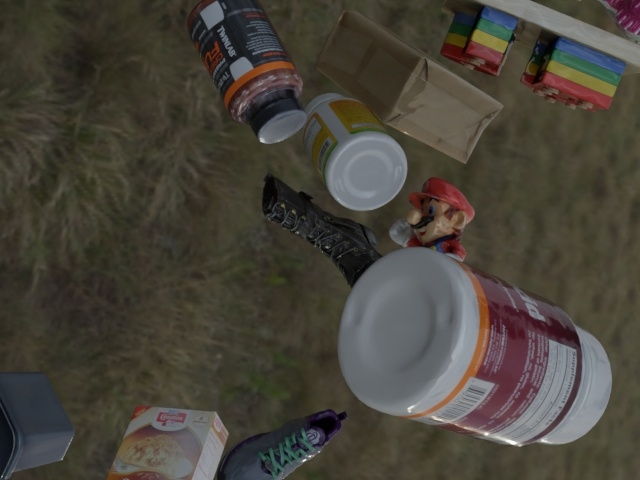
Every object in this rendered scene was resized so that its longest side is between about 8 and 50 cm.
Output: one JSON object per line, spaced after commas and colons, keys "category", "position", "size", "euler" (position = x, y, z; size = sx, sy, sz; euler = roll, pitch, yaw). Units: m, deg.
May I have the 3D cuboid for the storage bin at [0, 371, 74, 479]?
{"category": "storage bin", "position": [-0.365, 0.222, 1.326], "size": [0.091, 0.135, 0.098], "euler": [1, 129, -42]}

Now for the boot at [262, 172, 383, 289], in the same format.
{"category": "boot", "position": [0.000, 0.000, 1.841], "size": [0.091, 0.229, 0.263], "euler": [-52, -153, 16]}

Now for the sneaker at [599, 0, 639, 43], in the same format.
{"category": "sneaker", "position": [0.617, -0.427, 2.080], "size": [0.111, 0.103, 0.252], "euler": [45, 18, -27]}

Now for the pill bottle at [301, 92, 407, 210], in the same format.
{"category": "pill bottle", "position": [0.046, -0.160, 1.841], "size": [0.245, 0.136, 0.136], "euler": [-119, -153, -59]}

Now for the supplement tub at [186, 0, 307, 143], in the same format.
{"category": "supplement tub", "position": [-0.090, -0.223, 1.412], "size": [0.198, 0.106, 0.106], "euler": [62, 8, 21]}

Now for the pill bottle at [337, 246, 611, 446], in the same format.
{"category": "pill bottle", "position": [0.230, 0.164, 1.534], "size": [0.392, 0.224, 0.224], "euler": [22, 80, -43]}

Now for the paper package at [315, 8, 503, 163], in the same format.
{"category": "paper package", "position": [0.202, -0.357, 2.519], "size": [0.309, 0.325, 0.168], "euler": [21, 106, -40]}

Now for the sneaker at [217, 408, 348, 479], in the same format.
{"category": "sneaker", "position": [-0.053, 0.295, 1.556], "size": [0.098, 0.083, 0.224], "euler": [-37, 175, 38]}

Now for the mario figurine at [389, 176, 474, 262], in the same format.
{"category": "mario figurine", "position": [0.213, 0.023, 2.255], "size": [0.170, 0.198, 0.320], "euler": [31, 62, -62]}

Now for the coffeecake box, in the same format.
{"category": "coffeecake box", "position": [-0.240, 0.351, 1.672], "size": [0.068, 0.142, 0.185], "euler": [69, 30, -44]}

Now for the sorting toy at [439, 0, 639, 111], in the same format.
{"category": "sorting toy", "position": [0.277, -0.246, 1.439], "size": [0.255, 0.257, 0.089], "euler": [-68, 180, -83]}
